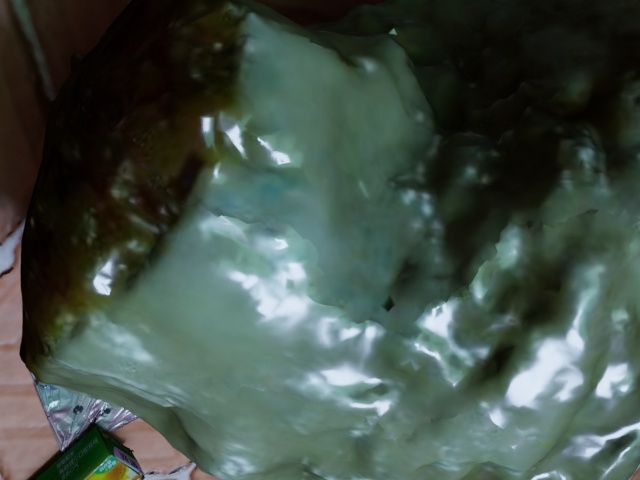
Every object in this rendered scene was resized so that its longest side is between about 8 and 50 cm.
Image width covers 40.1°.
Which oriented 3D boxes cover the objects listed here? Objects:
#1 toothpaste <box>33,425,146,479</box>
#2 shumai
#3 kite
[{"bbox_3d":[-0.211,0.212,0.635,0.178,0.037,0.043,-42,135,-5],"label":"toothpaste"},{"bbox_3d":[0.000,0.000,0.504,0.323,0.324,0.397,13,128,-23],"label":"shumai"},{"bbox_3d":[-0.151,0.095,0.632,0.139,0.011,0.156,17,107,-43],"label":"kite"}]
